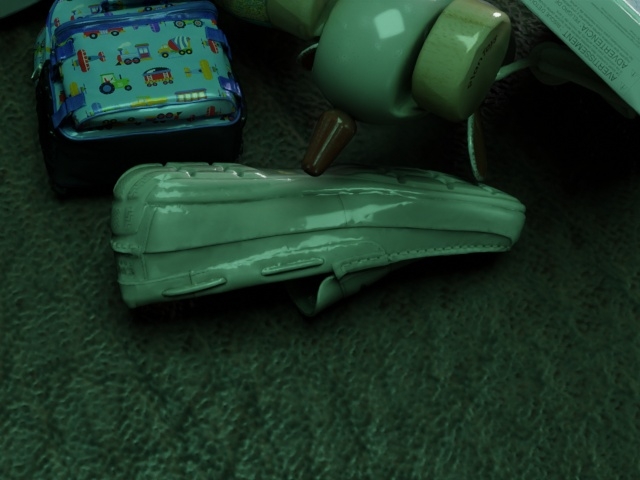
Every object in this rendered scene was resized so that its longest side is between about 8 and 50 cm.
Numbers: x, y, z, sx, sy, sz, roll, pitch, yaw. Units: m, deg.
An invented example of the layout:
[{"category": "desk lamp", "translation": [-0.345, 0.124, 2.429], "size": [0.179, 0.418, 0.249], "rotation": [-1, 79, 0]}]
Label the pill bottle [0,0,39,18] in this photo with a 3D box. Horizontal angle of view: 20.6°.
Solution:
[{"category": "pill bottle", "translation": [-0.321, -0.379, 1.400], "size": [0.224, 0.224, 0.392], "rotation": [-13, 63, -16]}]

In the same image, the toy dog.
[{"category": "toy dog", "translation": [0.066, -0.114, 1.296], "size": [0.220, 0.334, 0.161], "rotation": [36, 102, 35]}]

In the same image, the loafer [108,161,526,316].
[{"category": "loafer", "translation": [0.000, 0.000, 1.316], "size": [0.320, 0.112, 0.111], "rotation": [0, 100, -16]}]

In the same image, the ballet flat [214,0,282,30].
[{"category": "ballet flat", "translation": [-0.014, -0.328, 1.394], "size": [0.123, 0.123, 0.348], "rotation": [14, 73, -1]}]

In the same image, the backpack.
[{"category": "backpack", "translation": [-0.143, -0.136, 1.354], "size": [0.158, 0.117, 0.173], "rotation": [-5, 59, -13]}]

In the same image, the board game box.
[{"category": "board game box", "translation": [0.235, -0.170, 1.355], "size": [0.193, 0.305, 0.053], "rotation": [47, 109, 18]}]
